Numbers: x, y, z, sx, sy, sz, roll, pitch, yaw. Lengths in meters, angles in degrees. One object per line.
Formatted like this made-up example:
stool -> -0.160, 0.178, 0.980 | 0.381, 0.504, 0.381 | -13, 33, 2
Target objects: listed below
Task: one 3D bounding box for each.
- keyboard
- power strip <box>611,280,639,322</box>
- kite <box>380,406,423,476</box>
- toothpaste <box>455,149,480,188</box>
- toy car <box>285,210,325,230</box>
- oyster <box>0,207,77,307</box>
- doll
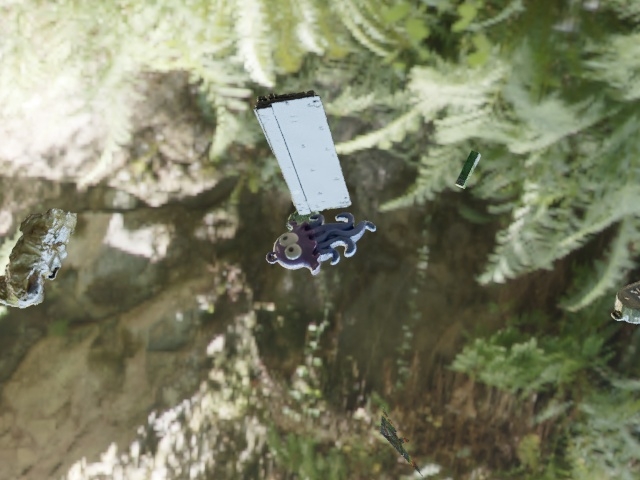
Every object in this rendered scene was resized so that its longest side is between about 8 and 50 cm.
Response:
keyboard -> -0.016, -0.098, 1.167 | 0.072, 0.231, 0.023 | -10, -120, 7
power strip -> 0.684, 0.093, 1.957 | 0.286, 0.048, 0.080 | -17, -142, -15
kite -> 0.106, 0.279, 1.427 | 0.090, 0.004, 0.122 | 28, -155, -56
toothpaste -> 0.320, -0.153, 2.206 | 0.020, 0.083, 0.017 | 24, 174, 26
toy car -> -0.023, -0.019, 2.531 | 0.058, 0.093, 0.186 | 41, -168, -42
oyster -> -0.557, 0.040, 2.012 | 0.107, 0.232, 0.161 | 42, -172, 20
doll -> 0.000, 0.000, 1.820 | 0.206, 0.067, 0.110 | -20, -117, -12
